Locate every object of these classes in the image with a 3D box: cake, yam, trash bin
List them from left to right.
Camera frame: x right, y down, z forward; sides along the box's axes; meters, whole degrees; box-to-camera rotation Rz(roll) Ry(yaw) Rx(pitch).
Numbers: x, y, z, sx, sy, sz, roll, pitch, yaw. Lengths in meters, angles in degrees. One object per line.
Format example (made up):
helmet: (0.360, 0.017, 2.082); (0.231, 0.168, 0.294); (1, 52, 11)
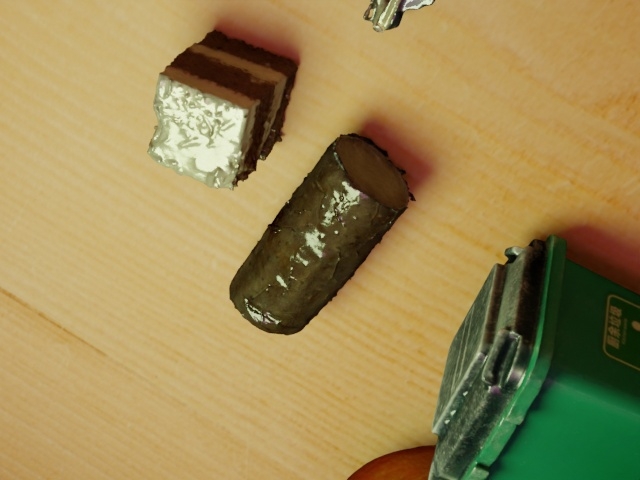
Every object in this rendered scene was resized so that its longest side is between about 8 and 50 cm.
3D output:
cake: (-0.116, -0.148, 1.467); (0.134, 0.147, 0.135); (20, 124, 5)
yam: (-0.001, 0.001, 1.540); (0.131, 0.131, 0.279); (34, 127, -4)
trash bin: (0.335, 0.209, 1.479); (0.381, 0.259, 0.295); (22, 130, 0)

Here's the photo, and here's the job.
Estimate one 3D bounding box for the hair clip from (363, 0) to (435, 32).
hair clip: (0.115, -0.339, 1.314); (0.106, 0.084, 0.292); (23, 131, -2)

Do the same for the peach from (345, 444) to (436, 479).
peach: (0.149, 0.432, 1.630); (0.290, 0.372, 0.372); (22, 131, -30)
